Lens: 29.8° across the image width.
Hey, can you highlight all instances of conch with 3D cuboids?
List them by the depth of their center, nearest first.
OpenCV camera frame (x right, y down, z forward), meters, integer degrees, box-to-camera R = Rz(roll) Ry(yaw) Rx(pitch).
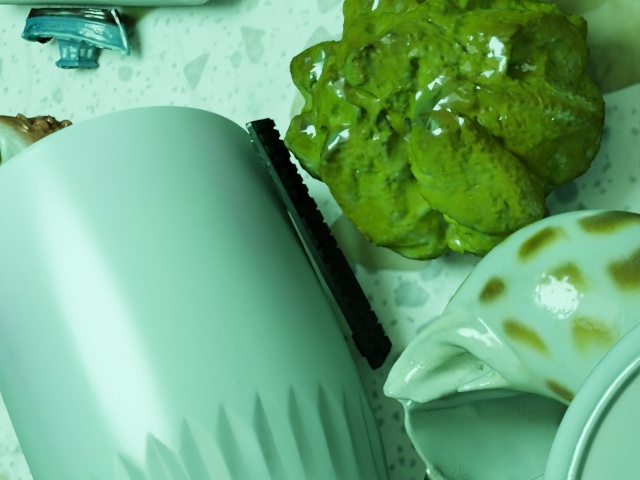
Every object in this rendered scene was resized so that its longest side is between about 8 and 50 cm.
[{"bbox_3d":[0.184,0.067,0.771,0.275,0.183,0.149,-8,25,32],"label":"conch"}]

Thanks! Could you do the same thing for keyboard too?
[{"bbox_3d":[0.000,0.000,0.904,0.013,0.061,0.204,-27,93,13],"label":"keyboard"}]

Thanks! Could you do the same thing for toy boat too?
[{"bbox_3d":[-0.239,-0.199,1.186,0.137,0.060,0.061,7,103,33],"label":"toy boat"}]

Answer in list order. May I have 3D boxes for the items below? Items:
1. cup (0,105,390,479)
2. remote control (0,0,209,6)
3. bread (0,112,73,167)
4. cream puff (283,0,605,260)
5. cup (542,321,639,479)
[{"bbox_3d":[-0.101,0.102,0.875,0.253,0.253,0.371,-37,59,17],"label":"cup"},{"bbox_3d":[-0.204,-0.266,1.187,0.313,0.055,0.109,7,56,36],"label":"remote control"},{"bbox_3d":[-0.286,-0.012,1.109,0.224,0.142,0.212,-2,87,31],"label":"bread"},{"bbox_3d":[0.084,-0.101,0.887,0.244,0.196,0.244,-40,29,27],"label":"cream puff"},{"bbox_3d":[0.295,0.137,0.569,0.323,0.327,0.237,-30,61,19],"label":"cup"}]
